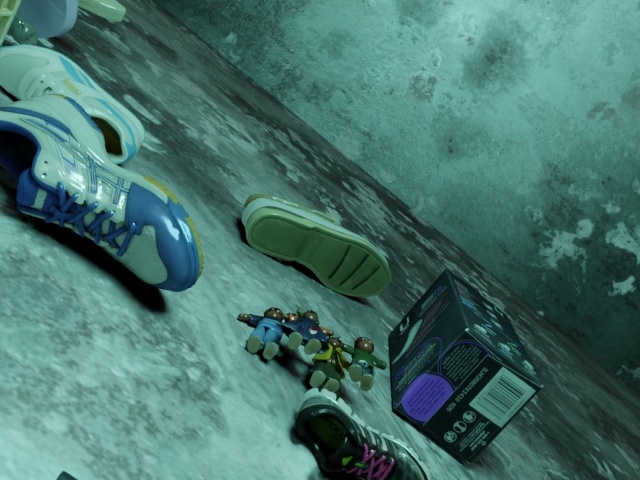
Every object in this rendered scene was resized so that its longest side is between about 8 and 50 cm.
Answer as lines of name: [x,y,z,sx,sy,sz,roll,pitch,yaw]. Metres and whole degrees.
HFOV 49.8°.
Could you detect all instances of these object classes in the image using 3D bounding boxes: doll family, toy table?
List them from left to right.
toy table: [-0.489,-0.475,1.219,0.274,0.252,0.161,51,31,3]
doll family: [-0.011,0.130,0.872,0.193,0.076,0.111,35,20,-7]

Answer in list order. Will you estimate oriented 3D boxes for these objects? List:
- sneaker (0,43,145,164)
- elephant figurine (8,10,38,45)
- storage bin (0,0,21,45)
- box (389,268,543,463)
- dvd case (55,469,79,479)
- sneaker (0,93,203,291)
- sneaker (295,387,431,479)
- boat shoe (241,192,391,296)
sneaker: [-0.354,-0.193,0.968,0.228,0.087,0.092,33,18,-17]
elephant figurine: [-0.570,-0.428,1.076,0.169,0.186,0.239,-1,-16,24]
storage bin: [-0.494,-0.392,0.836,0.262,0.260,0.123,38,30,-6]
box: [0.212,0.182,1.072,0.143,0.165,0.270,37,15,-7]
dvd case: [-0.149,0.205,0.428,0.087,0.013,0.119,37,16,-10]
sneaker: [-0.261,-0.039,0.754,0.296,0.112,0.131,41,32,13]
sneaker: [0.039,0.227,0.730,0.170,0.063,0.075,37,14,11]
boat shoe: [0.000,0.000,1.204,0.302,0.113,0.103,29,23,-31]
